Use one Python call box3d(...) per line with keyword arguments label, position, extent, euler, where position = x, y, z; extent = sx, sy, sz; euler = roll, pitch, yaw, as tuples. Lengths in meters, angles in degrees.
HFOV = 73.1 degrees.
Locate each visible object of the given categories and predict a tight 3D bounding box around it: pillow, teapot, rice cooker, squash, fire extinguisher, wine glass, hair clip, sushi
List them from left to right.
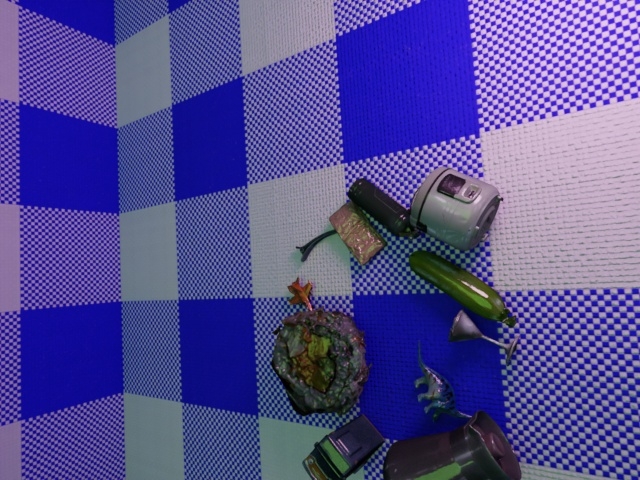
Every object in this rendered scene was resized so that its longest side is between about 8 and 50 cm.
box3d(label="hair clip", position=(0.000, 0.000, 1.668), extent=(0.229, 0.039, 0.070), euler=(-33, 69, 27))
box3d(label="sushi", position=(0.004, 0.433, 1.567), extent=(0.418, 0.176, 0.417), euler=(0, 90, 34))
box3d(label="pillow", position=(0.130, -0.032, 1.569), extent=(0.126, 0.043, 0.232), euler=(-40, 69, 13))
box3d(label="fire extinguisher", position=(0.228, -0.099, 1.476), extent=(0.095, 0.114, 0.311), euler=(-45, 64, -4))
box3d(label="rice cooker", position=(0.397, -0.103, 1.298), extent=(0.244, 0.226, 0.226), euler=(30, 105, 33))
box3d(label="teapot", position=(0.392, 0.684, 1.270), extent=(0.344, 0.253, 0.300), euler=(-40, 105, 24))
box3d(label="squash", position=(0.432, 0.139, 1.336), extent=(0.379, 0.101, 0.101), euler=(37, 108, 34))
box3d(label="wine glass", position=(0.488, 0.290, 1.289), extent=(0.183, 0.122, 0.122), euler=(23, 101, 28))

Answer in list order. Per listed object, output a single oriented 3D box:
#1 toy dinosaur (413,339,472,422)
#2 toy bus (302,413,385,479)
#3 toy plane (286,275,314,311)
box3d(label="toy dinosaur", position=(0.371, 0.494, 1.378), extent=(0.144, 0.076, 0.329), euler=(-43, 70, 14))
box3d(label="toy bus", position=(0.084, 0.706, 1.443), extent=(0.138, 0.275, 0.167), euler=(45, 110, 27))
box3d(label="toy plane", position=(-0.059, 0.233, 1.693), extent=(0.188, 0.062, 0.135), euler=(49, 114, 10))
